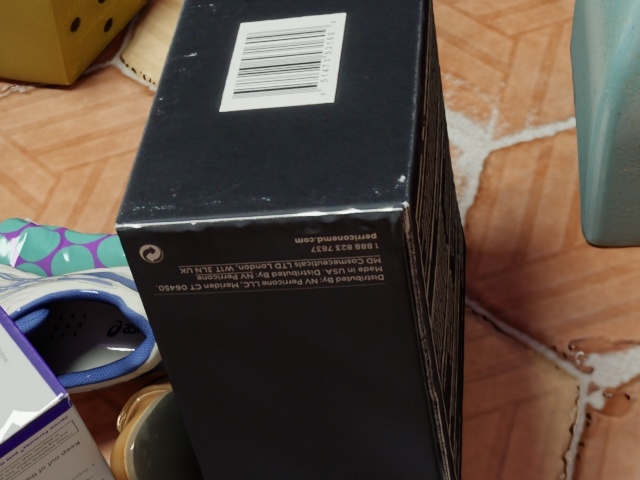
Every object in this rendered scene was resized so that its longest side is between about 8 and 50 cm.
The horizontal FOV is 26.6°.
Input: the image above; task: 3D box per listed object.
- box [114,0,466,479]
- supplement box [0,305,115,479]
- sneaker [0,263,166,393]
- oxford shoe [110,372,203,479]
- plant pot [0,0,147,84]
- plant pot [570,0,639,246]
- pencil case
[{"bbox_3d":[0.000,0.000,0.941,0.183,0.294,0.296,-4,41,11],"label":"box"},{"bbox_3d":[-0.211,0.160,0.933,0.114,0.220,0.111,-36,54,-15],"label":"supplement box"},{"bbox_3d":[-0.242,0.070,1.045,0.297,0.131,0.111,-10,91,9],"label":"sneaker"},{"bbox_3d":[-0.116,0.140,0.974,0.076,0.212,0.076,-10,95,11],"label":"oxford shoe"},{"bbox_3d":[-0.284,-0.275,1.312,0.187,0.212,0.212,29,62,14],"label":"plant pot"},{"bbox_3d":[0.325,-0.171,1.063,0.247,0.252,0.247,-2,53,9],"label":"plant pot"},{"bbox_3d":[-0.205,0.015,1.144,0.152,0.064,0.070,5,67,14],"label":"pencil case"}]
